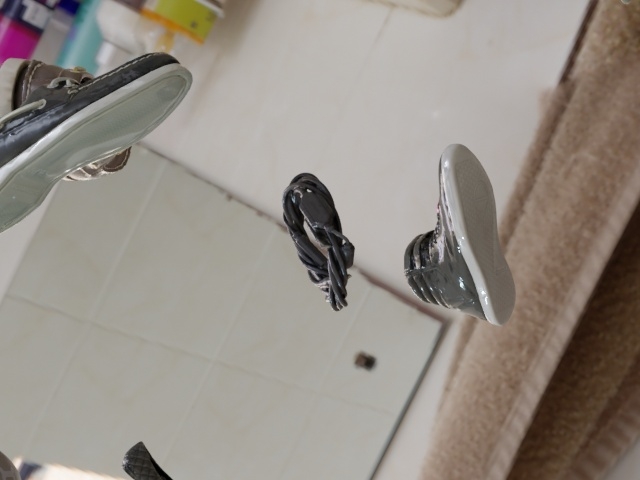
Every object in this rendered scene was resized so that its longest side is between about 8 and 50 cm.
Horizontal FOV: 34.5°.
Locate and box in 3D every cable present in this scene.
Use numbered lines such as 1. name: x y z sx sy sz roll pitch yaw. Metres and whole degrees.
1. cable: 0.000 0.000 1.279 0.184 0.047 0.151 -128 22 -51

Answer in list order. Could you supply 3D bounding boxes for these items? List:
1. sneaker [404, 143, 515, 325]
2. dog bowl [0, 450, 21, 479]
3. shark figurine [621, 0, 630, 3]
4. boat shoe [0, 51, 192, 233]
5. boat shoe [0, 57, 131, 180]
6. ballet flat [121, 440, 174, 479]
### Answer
1. sneaker: 0.172 -0.005 1.451 0.146 0.104 0.296 6 132 35
2. dog bowl: -0.553 0.355 1.348 0.348 0.349 0.102 25 -141 -31
3. shark figurine: 0.395 -0.310 1.003 0.278 0.166 0.116 -4 -159 -11
4. boat shoe: -0.274 -0.115 1.050 0.091 0.302 0.114 59 -177 17
5. boat shoe: -0.288 -0.140 1.271 0.096 0.117 0.324 5 171 9
6. ballet flat: -0.224 0.372 1.561 0.173 0.049 0.057 38 180 -6
